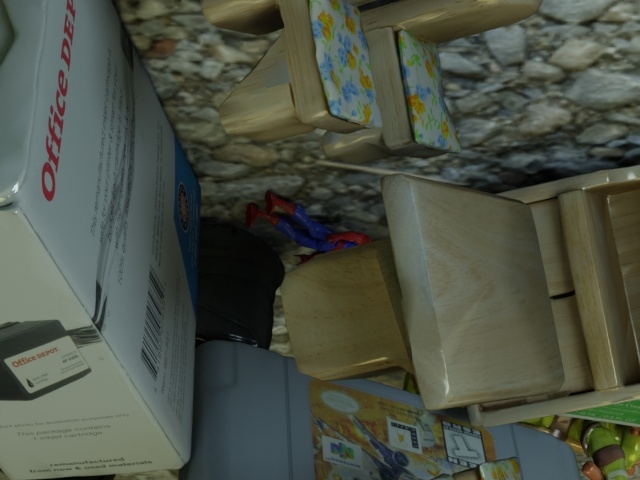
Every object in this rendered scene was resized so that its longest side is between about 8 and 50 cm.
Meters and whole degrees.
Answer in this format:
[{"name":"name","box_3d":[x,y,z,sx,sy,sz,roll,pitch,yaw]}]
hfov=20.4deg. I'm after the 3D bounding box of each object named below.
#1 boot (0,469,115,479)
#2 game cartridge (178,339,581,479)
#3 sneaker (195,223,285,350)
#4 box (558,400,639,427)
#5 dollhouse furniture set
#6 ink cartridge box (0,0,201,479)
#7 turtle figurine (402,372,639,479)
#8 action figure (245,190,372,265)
[{"name":"boot","box_3d":[-0.306,0.150,1.448,0.247,0.094,0.207,0,151,10]},{"name":"game cartridge","box_3d":[0.051,0.176,1.184,0.297,0.198,0.062,17,118,-15]},{"name":"sneaker","box_3d":[-0.170,0.060,1.282,0.286,0.130,0.109,-2,149,6]},{"name":"box","box_3d":[0.233,0.077,1.333,0.101,0.102,0.087,10,143,-13]},{"name":"dollhouse furniture set","box_3d":[0.153,0.024,1.042,0.257,0.362,0.394,-13,173,21]},{"name":"ink cartridge box","box_3d":[-0.174,-0.022,1.068,0.129,0.223,0.307,-6,146,10]},{"name":"turtle figurine","box_3d":[0.178,0.140,1.397,0.217,0.087,0.269,17,-171,-7]},{"name":"action figure","box_3d":[0.000,0.000,1.284,0.115,0.030,0.038,22,136,-34]}]
